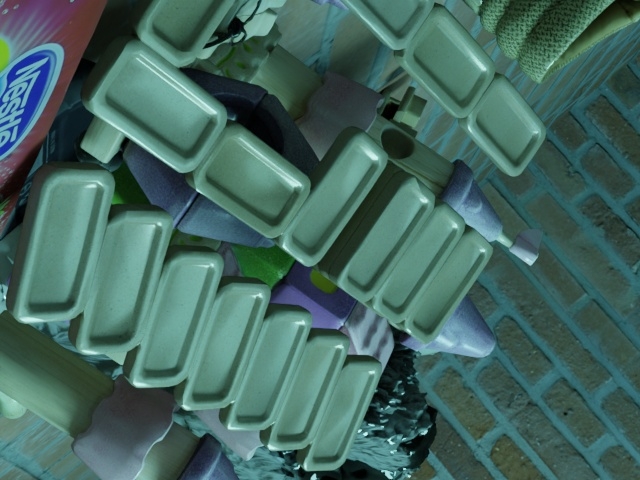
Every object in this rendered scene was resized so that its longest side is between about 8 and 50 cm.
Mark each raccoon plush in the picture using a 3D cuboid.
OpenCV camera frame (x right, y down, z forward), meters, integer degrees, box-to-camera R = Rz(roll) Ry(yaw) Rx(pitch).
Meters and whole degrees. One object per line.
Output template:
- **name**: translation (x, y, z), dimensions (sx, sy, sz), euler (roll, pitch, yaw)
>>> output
- **raccoon plush**: translation (-0.033, 0.007, 0.995), dimensions (0.216, 0.299, 0.446), euler (-10, 144, 30)

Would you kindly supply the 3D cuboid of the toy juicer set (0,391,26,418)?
- **toy juicer set**: translation (-0.362, 0.234, 1.180), dimensions (0.329, 0.089, 0.209), euler (-40, 172, -2)

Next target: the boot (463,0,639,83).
- **boot**: translation (0.115, -0.207, 0.566), dimensions (0.262, 0.203, 0.095), euler (-42, 168, -22)

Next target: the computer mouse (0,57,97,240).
- **computer mouse**: translation (-0.210, -0.009, 0.577), dimensions (0.272, 0.072, 0.188), euler (-46, 175, -26)

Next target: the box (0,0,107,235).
- **box**: translation (-0.151, -0.074, 0.357), dimensions (0.123, 0.128, 0.257), euler (-33, 169, -39)

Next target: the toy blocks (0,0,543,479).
- **toy blocks**: translation (0.000, 0.000, 0.722), dimensions (0.309, 0.260, 0.288), euler (-51, -174, 47)

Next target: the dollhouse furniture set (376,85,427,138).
- **dollhouse furniture set**: translation (0.043, -0.120, 1.240), dimensions (0.182, 0.101, 0.161), euler (116, 0, -65)

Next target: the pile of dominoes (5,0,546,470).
- **pile of dominoes**: translation (-0.014, -0.021, 0.513), dimensions (0.196, 0.040, 0.251), euler (-55, 139, -2)
